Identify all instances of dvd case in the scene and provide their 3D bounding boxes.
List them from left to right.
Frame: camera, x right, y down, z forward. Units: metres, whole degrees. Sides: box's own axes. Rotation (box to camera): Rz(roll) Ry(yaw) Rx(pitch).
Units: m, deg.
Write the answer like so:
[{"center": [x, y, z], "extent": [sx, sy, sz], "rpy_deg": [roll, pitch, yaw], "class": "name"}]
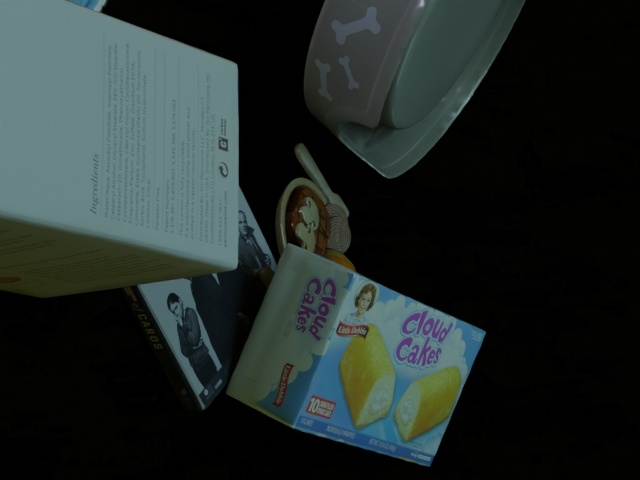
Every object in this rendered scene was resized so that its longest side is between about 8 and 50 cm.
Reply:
[{"center": [-0.120, 0.007, 1.570], "extent": [0.179, 0.030, 0.238], "rpy_deg": [-50, 123, -45], "class": "dvd case"}]

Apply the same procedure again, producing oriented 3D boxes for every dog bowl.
[{"center": [0.106, -0.236, 1.724], "extent": [0.348, 0.102, 0.348], "rpy_deg": [-54, 164, -23], "class": "dog bowl"}]

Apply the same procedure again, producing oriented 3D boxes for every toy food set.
[{"center": [0.000, 0.000, 1.697], "extent": [0.132, 0.039, 0.192], "rpy_deg": [56, 34, -38], "class": "toy food set"}]

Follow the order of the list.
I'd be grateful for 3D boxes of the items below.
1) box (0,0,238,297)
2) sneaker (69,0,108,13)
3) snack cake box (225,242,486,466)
[{"center": [-0.247, -0.071, 1.254], "extent": [0.345, 0.215, 0.168], "rpy_deg": [15, 71, -52], "class": "box"}, {"center": [-0.218, -0.235, 1.475], "extent": [0.073, 0.063, 0.162], "rpy_deg": [28, 56, -28], "class": "sneaker"}, {"center": [0.040, 0.115, 1.656], "extent": [0.264, 0.089, 0.152], "rpy_deg": [24, 89, -55], "class": "snack cake box"}]
